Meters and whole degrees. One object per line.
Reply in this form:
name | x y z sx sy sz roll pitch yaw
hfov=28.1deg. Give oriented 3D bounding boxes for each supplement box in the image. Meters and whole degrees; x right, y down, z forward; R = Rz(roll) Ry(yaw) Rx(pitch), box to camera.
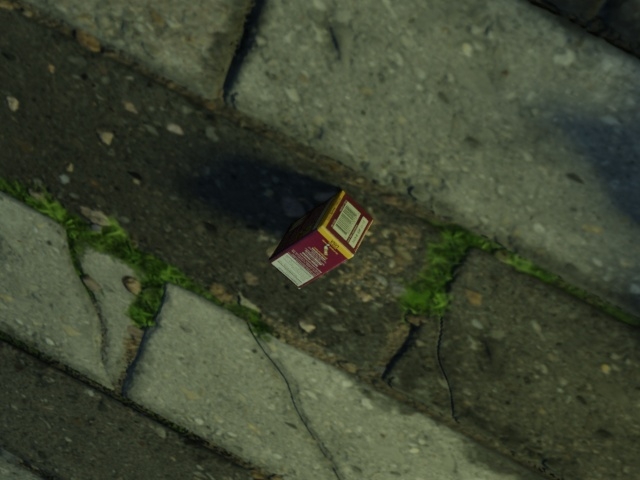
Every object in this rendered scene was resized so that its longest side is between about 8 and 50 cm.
supplement box | 0.000 0.000 1.171 0.043 0.055 0.083 43 136 -15
